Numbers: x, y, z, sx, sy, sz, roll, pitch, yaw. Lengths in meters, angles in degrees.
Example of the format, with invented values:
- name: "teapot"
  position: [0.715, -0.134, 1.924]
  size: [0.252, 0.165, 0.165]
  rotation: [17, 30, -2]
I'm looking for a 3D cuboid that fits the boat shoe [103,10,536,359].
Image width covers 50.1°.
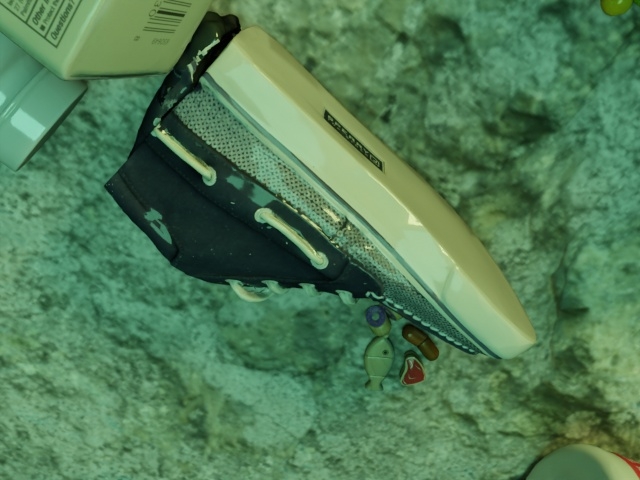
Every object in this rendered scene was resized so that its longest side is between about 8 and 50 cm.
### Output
- name: "boat shoe"
  position: [0.000, 0.000, 0.527]
  size: [0.340, 0.127, 0.158]
  rotation: [43, 112, -11]

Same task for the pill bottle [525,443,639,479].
- name: "pill bottle"
  position: [0.360, 0.327, 0.661]
  size: [0.319, 0.176, 0.176]
  rotation: [22, 114, -13]

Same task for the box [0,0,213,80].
- name: "box"
  position: [-0.160, -0.214, 0.367]
  size: [0.232, 0.127, 0.148]
  rotation: [39, 110, 1]

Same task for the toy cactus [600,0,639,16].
- name: "toy cactus"
  position: [0.175, -0.215, 0.416]
  size: [0.181, 0.219, 0.112]
  rotation: [8, 78, 25]

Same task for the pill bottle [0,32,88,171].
- name: "pill bottle"
  position: [-0.257, -0.136, 0.448]
  size: [0.193, 0.108, 0.108]
  rotation: [40, 109, -19]

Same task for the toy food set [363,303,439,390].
- name: "toy food set"
  position: [0.079, 0.089, 0.620]
  size: [0.078, 0.019, 0.122]
  rotation: [-2, 117, -1]
